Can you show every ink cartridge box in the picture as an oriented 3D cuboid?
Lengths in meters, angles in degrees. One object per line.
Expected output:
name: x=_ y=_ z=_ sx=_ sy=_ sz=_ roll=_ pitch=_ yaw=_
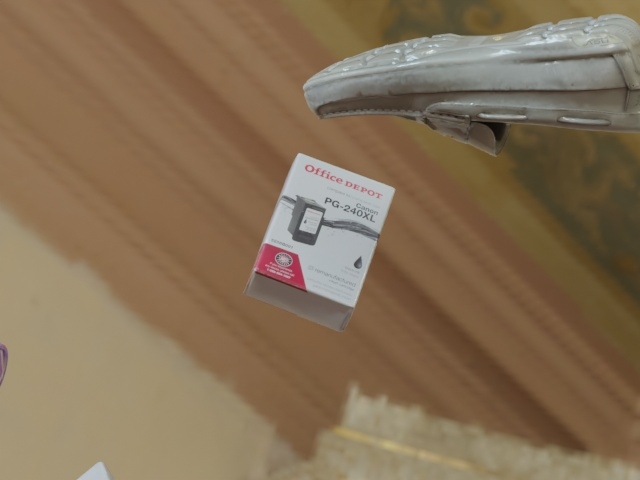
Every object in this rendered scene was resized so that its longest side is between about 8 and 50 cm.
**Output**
ink cartridge box: x=0.000 y=0.000 z=1.981 sx=0.109 sy=0.150 sz=0.063 roll=20 pitch=-30 yaw=-1

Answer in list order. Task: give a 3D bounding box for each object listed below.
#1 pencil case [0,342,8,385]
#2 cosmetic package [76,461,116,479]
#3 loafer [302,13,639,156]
pencil case: x=-0.427 y=0.125 z=2.058 sx=0.206 sy=0.086 sz=0.088 roll=17 pitch=-73 yaw=10
cosmetic package: x=-0.103 y=0.263 z=1.090 sx=0.224 sy=0.138 sz=0.224 roll=52 pitch=-6 yaw=-5
loafer: x=0.138 y=-0.127 z=1.750 sx=0.319 sy=0.112 sz=0.111 roll=-3 pitch=-74 yaw=25
